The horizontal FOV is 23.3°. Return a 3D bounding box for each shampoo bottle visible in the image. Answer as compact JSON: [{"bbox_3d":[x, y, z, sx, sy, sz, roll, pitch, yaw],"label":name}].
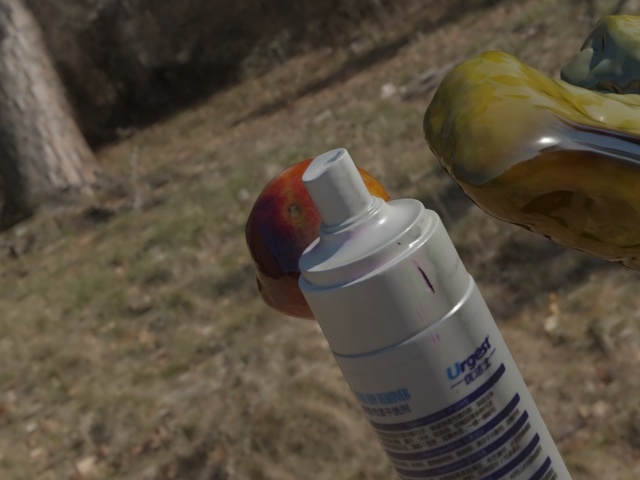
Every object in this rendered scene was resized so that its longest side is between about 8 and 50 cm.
[{"bbox_3d":[0.068,0.086,0.878,0.092,0.303,0.092,-26,17,8],"label":"shampoo bottle"}]

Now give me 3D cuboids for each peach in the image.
[{"bbox_3d":[-0.001,-0.001,0.963,0.101,0.100,0.101,-31,-5,-3],"label":"peach"}]

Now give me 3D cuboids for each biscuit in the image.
[{"bbox_3d":[0.106,-0.033,0.484,0.183,0.174,0.039,-105,33,-62],"label":"biscuit"}]
